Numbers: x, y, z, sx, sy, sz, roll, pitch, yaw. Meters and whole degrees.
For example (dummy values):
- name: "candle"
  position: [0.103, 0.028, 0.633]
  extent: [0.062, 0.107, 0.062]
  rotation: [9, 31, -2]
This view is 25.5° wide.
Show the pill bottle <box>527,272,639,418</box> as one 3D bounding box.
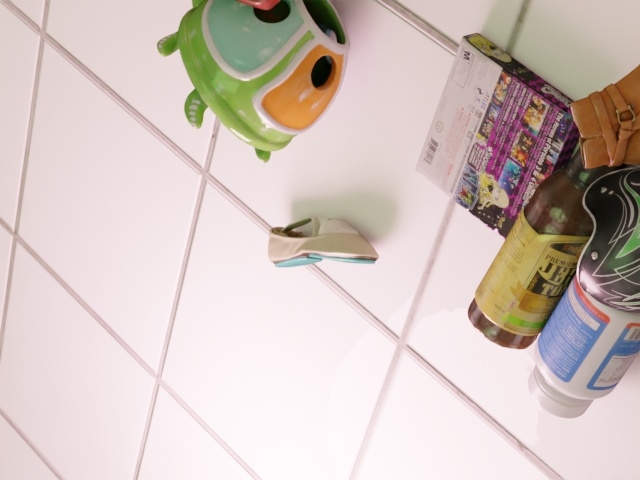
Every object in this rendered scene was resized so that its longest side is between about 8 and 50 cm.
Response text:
- name: "pill bottle"
  position: [0.359, 0.133, 1.885]
  extent: [0.124, 0.124, 0.221]
  rotation: [46, 134, 24]

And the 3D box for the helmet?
- name: "helmet"
  position: [0.397, 0.007, 1.735]
  extent: [0.169, 0.169, 0.161]
  rotation: [-51, 29, 45]

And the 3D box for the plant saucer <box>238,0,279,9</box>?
- name: "plant saucer"
  position: [-0.084, -0.436, 2.060]
  extent: [0.258, 0.259, 0.047]
  rotation: [26, 153, 38]

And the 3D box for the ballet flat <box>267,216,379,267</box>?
- name: "ballet flat"
  position: [0.000, 0.000, 2.262]
  extent: [0.248, 0.086, 0.086]
  rotation: [-4, 103, 49]

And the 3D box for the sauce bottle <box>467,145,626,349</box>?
- name: "sauce bottle"
  position: [0.311, -0.008, 1.880]
  extent: [0.111, 0.111, 0.344]
  rotation: [44, 128, 26]

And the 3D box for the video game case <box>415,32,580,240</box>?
- name: "video game case"
  position: [0.245, -0.136, 1.957]
  extent: [0.210, 0.042, 0.232]
  rotation: [41, 132, 29]

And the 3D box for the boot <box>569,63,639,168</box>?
- name: "boot"
  position: [0.377, -0.183, 1.711]
  extent: [0.152, 0.073, 0.197]
  rotation: [-10, 104, 7]

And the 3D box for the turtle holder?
- name: "turtle holder"
  position: [-0.082, -0.298, 2.131]
  extent: [0.227, 0.243, 0.320]
  rotation: [-36, 34, 26]
